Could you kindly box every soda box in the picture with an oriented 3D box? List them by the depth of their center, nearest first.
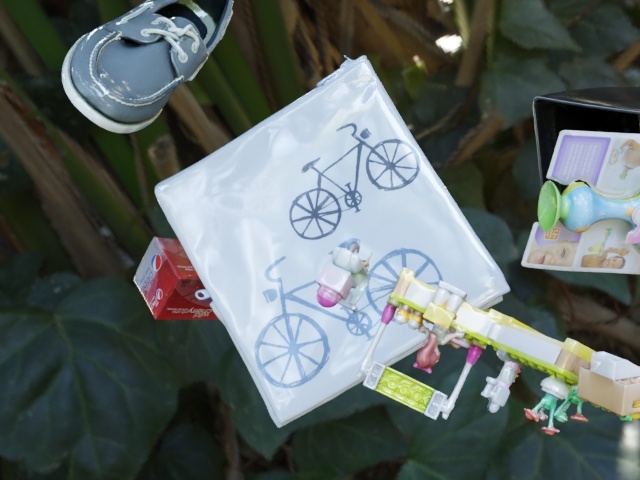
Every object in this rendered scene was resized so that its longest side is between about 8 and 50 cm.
[{"bbox_3d":[-0.141,0.061,1.524,0.083,0.263,0.092,-56,51,27],"label":"soda box"}]

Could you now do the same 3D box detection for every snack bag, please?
[{"bbox_3d":[0.000,0.000,1.214,0.323,0.342,0.037,-32,-7,6],"label":"snack bag"}]

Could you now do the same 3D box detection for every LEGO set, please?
[{"bbox_3d":[0.125,0.105,0.827,0.287,0.132,0.107,24,86,27],"label":"LEGO set"}]

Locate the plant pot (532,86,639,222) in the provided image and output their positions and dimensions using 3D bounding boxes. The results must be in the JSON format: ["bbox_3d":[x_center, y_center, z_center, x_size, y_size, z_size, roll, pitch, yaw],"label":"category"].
[{"bbox_3d":[0.404,-0.108,1.309,0.167,0.187,0.188,-23,25,-28],"label":"plant pot"}]

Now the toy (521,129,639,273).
[{"bbox_3d":[0.301,-0.016,0.852,0.237,0.137,0.056,5,34,-6],"label":"toy"}]

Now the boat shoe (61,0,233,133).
[{"bbox_3d":[-0.178,-0.220,1.118,0.099,0.116,0.319,-41,11,30],"label":"boat shoe"}]
